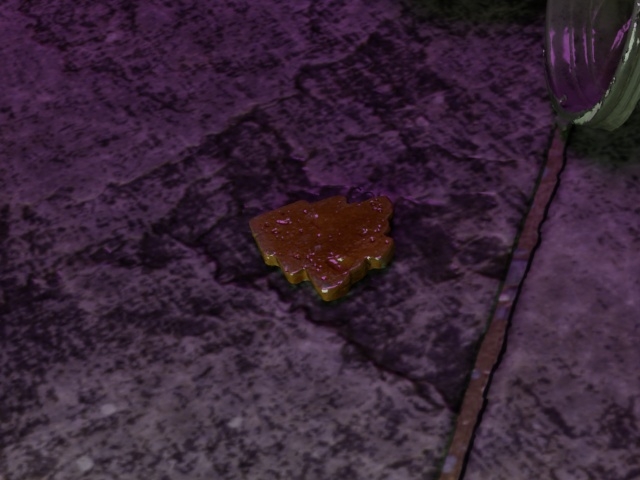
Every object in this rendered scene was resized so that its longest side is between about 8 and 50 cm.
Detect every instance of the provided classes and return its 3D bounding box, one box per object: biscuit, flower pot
[{"bbox_3d":[0.000,0.000,1.504,0.130,0.019,0.119,14,48,27],"label":"biscuit"},{"bbox_3d":[0.285,-0.199,1.534,0.141,0.235,0.235,8,40,-10],"label":"flower pot"}]
